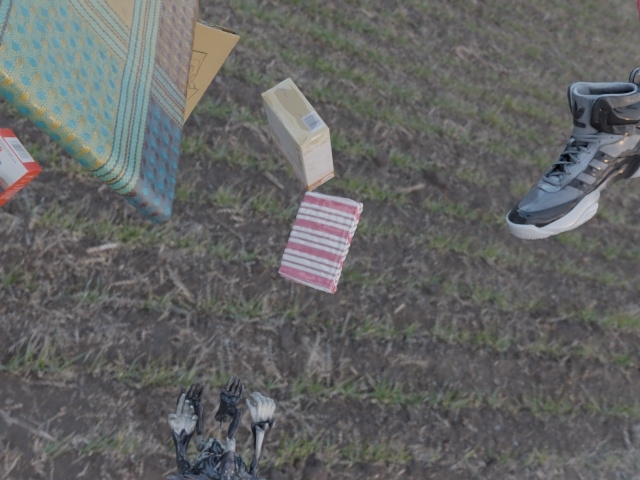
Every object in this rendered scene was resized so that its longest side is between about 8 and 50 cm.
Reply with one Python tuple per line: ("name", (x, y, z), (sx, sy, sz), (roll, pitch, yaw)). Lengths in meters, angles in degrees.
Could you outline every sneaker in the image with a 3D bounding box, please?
("sneaker", (0.351, -0.124, 1.064), (0.153, 0.268, 0.101), (57, -1, -29))

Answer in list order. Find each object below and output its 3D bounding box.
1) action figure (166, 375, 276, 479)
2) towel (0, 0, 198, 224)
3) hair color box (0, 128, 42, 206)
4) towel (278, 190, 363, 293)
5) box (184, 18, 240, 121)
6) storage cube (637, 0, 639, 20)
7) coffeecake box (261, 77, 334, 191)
("action figure", (-0.158, 0.297, 1.197), (0.164, 0.141, 0.275), (3, 16, -17))
("towel", (-0.206, -0.211, 0.560), (0.370, 0.040, 0.271), (51, 34, -51))
("hair color box", (-0.565, -0.101, 1.309), (0.093, 0.167, 0.053), (52, 12, 0))
("towel", (0.000, 0.000, 1.625), (0.144, 0.197, 0.029), (16, -5, 33))
("box", (-0.221, -0.247, 1.194), (0.021, 0.201, 0.164), (42, 20, 15))
("storage cube", (0.580, -0.328, 1.162), (0.184, 0.193, 0.215), (36, 52, -59))
("coffeecake box", (-0.042, -0.204, 1.533), (0.068, 0.185, 0.142), (-32, 68, -10))
